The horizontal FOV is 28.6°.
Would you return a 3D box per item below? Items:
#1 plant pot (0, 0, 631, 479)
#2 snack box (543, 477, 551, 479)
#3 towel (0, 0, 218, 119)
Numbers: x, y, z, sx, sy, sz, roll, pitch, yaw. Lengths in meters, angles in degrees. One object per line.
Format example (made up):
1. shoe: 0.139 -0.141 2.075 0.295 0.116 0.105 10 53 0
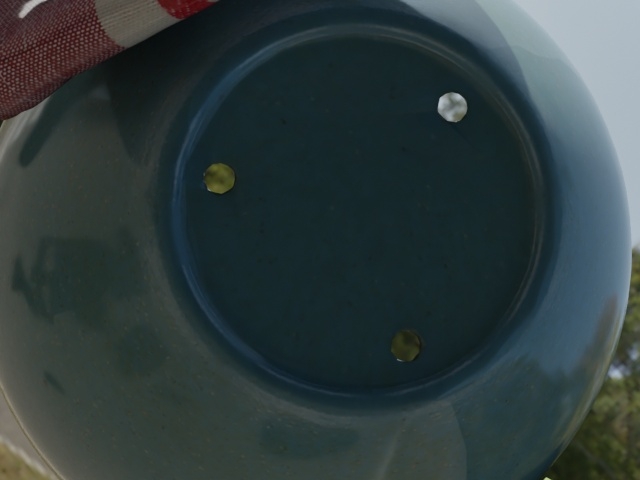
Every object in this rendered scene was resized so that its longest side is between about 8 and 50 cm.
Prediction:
1. plant pot: 0.000 0.000 0.493 0.290 0.290 0.195 50 -9 0
2. snack box: 0.220 0.284 0.973 0.174 0.070 0.207 23 19 15
3. towel: 0.043 -0.170 0.397 0.037 0.329 0.237 51 34 -25
